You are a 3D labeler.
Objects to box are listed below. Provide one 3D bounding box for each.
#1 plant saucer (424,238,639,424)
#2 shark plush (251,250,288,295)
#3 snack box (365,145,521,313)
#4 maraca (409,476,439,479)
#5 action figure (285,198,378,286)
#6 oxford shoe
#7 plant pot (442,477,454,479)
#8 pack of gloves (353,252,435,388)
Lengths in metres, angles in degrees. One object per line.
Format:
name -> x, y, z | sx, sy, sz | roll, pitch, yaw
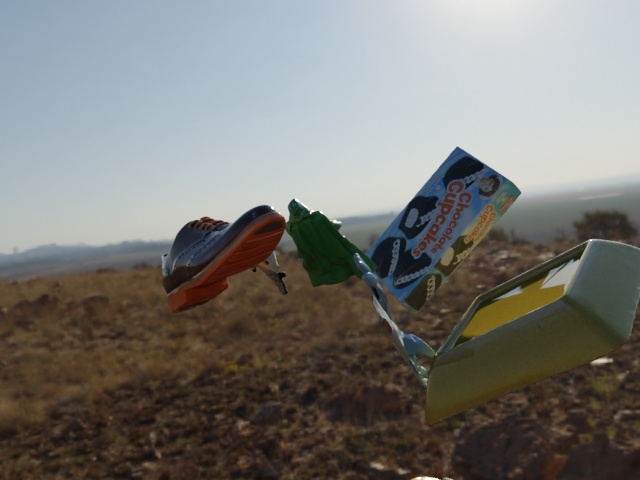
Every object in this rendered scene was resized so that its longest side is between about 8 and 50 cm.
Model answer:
plant saucer -> 0.323, 0.119, 1.111 | 0.333, 0.081, 0.333 | -33, 2, 36
shark plush -> -0.116, 0.037, 1.406 | 0.067, 0.161, 0.073 | -37, 17, 36
snack box -> 0.242, -0.027, 1.479 | 0.060, 0.322, 0.187 | 34, 9, -37
maraca -> 0.206, 0.518, 1.333 | 0.127, 0.099, 0.185 | -28, 33, -4
action figure -> 0.000, 0.000, 1.313 | 0.137, 0.063, 0.232 | -21, -40, 15
oxford shoe -> -0.192, 0.010, 1.253 | 0.130, 0.132, 0.364 | -15, -14, -44
plant pot -> 0.276, 0.538, 1.015 | 0.323, 0.280, 0.323 | 23, -14, 6
pack of gloves -> 0.131, 0.126, 1.166 | 0.046, 0.195, 0.232 | -28, -43, 6
